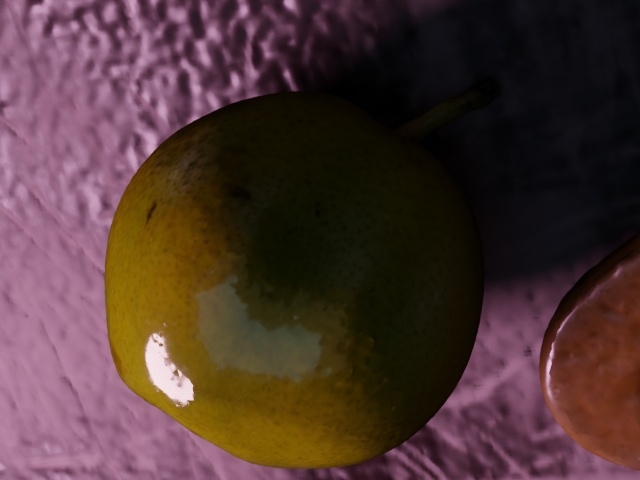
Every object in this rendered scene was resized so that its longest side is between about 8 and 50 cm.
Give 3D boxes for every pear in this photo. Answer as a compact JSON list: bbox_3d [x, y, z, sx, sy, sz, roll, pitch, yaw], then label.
[{"bbox_3d":[0.000,0.000,0.888,0.180,0.166,0.216,35,90,16],"label":"pear"}]

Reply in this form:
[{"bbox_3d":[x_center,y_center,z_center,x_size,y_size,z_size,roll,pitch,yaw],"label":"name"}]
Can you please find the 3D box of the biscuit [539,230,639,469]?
[{"bbox_3d":[0.327,0.069,0.843,0.368,0.076,0.394,-37,100,29],"label":"biscuit"}]
